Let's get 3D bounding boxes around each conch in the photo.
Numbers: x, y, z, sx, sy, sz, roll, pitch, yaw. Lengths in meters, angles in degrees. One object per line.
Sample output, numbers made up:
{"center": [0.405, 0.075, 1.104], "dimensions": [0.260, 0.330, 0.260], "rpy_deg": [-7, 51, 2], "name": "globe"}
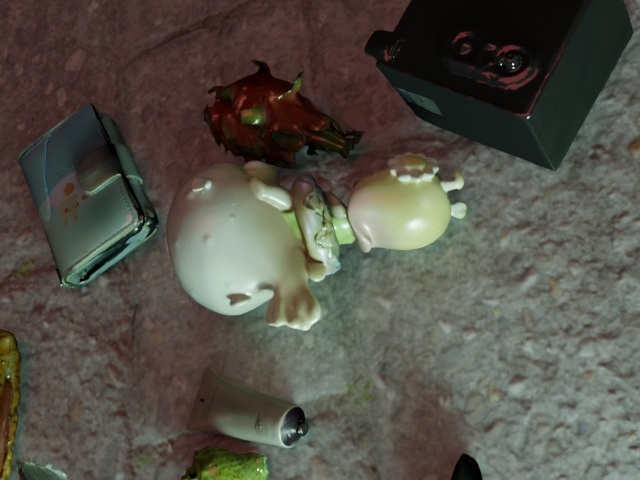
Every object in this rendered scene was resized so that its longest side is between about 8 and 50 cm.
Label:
{"center": [-0.125, 0.309, 1.582], "dimensions": [0.121, 0.074, 0.089], "rpy_deg": [-11, 95, 3], "name": "conch"}

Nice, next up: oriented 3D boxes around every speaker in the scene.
{"center": [0.232, -0.258, 1.584], "dimensions": [0.254, 0.184, 0.232], "rpy_deg": [26, 81, 31], "name": "speaker"}

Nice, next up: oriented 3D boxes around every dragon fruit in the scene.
{"center": [-0.054, -0.170, 1.710], "dimensions": [0.236, 0.137, 0.135], "rpy_deg": [10, 60, 28], "name": "dragon fruit"}

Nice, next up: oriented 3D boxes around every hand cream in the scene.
{"center": [-0.095, 0.228, 1.605], "dimensions": [0.186, 0.054, 0.087], "rpy_deg": [10, 77, 36], "name": "hand cream"}

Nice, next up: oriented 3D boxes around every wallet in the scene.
{"center": [-0.354, -0.071, 1.846], "dimensions": [0.176, 0.075, 0.250], "rpy_deg": [-34, 58, 12], "name": "wallet"}

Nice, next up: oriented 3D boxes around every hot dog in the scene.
{"center": [-0.471, 0.271, 1.756], "dimensions": [0.083, 0.068, 0.289], "rpy_deg": [-19, 63, 44], "name": "hot dog"}

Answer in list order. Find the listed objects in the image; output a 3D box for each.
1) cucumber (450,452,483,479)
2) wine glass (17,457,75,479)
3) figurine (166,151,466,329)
{"center": [0.152, 0.383, 1.412], "dimensions": [0.056, 0.056, 0.284], "rpy_deg": [-1, 67, 25], "name": "cucumber"}
{"center": [-0.406, 0.457, 1.548], "dimensions": [0.323, 0.238, 0.238], "rpy_deg": [-47, 57, 3], "name": "wine glass"}
{"center": [0.000, 0.000, 1.586], "dimensions": [0.394, 0.227, 0.274], "rpy_deg": [-13, 49, 5], "name": "figurine"}
